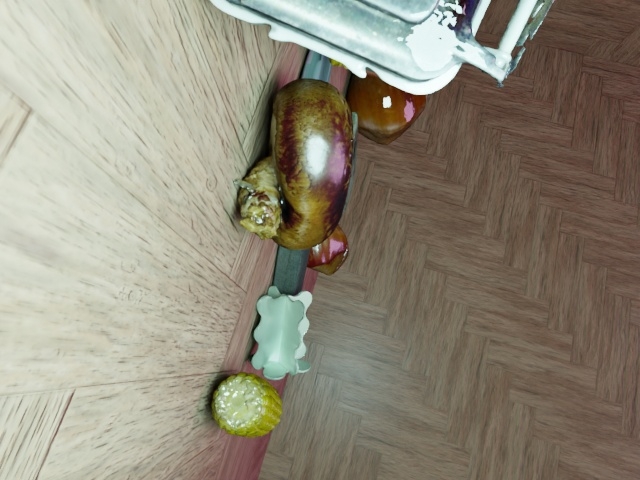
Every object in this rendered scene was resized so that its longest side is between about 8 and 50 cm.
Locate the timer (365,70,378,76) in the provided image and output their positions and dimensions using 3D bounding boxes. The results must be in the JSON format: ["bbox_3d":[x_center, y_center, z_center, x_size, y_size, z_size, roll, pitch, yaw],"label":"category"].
[{"bbox_3d":[0.148,-0.544,1.069,0.229,0.214,0.230,15,90,-78],"label":"timer"}]

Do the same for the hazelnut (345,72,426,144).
[{"bbox_3d":[0.249,-0.571,1.638,0.372,0.315,0.372,-11,90,-68],"label":"hazelnut"}]

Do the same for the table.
[{"bbox_3d":[-0.097,0.228,1.066,0.166,0.166,0.198,-52,149,-77],"label":"table"}]

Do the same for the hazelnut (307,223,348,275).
[{"bbox_3d":[0.003,0.000,1.303,0.181,0.181,0.212,-61,166,4],"label":"hazelnut"}]

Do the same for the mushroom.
[{"bbox_3d":[-0.028,-0.116,0.687,0.297,0.163,0.278,101,6,-54],"label":"mushroom"}]

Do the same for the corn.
[{"bbox_3d":[-0.153,0.354,0.889,0.344,0.131,0.131,93,13,-64],"label":"corn"}]

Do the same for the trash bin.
[{"bbox_3d":[0.067,-0.309,0.468,0.368,0.296,0.256,-84,-165,-73],"label":"trash bin"}]

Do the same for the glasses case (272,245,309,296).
[{"bbox_3d":[-0.083,0.085,1.168,0.131,0.074,0.323,-69,172,-57],"label":"glasses case"}]

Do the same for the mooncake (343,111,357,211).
[{"bbox_3d":[0.025,-0.203,1.146,0.254,0.136,0.250,77,27,-69],"label":"mooncake"}]

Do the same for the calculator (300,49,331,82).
[{"bbox_3d":[-0.018,-0.306,0.896,0.185,0.041,0.299,4,100,-85],"label":"calculator"}]

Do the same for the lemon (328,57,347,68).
[{"bbox_3d":[0.067,-0.422,0.762,0.173,0.173,0.206,-55,165,-76],"label":"lemon"}]
